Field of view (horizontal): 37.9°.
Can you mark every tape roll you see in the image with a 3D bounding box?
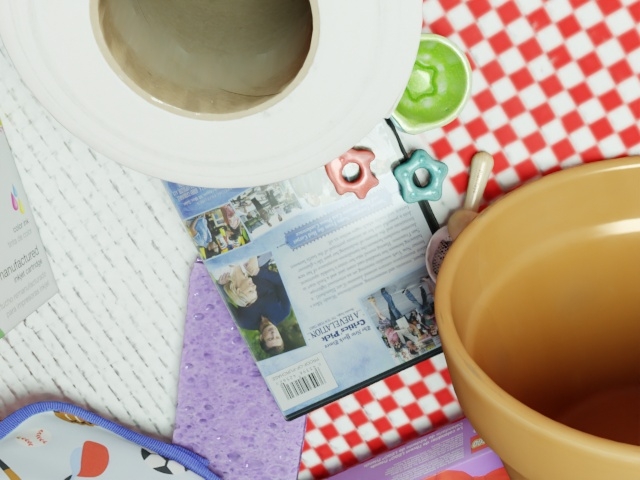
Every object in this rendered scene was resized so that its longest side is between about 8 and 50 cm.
[{"bbox_3d":[-0.061,-0.177,0.581,0.246,0.169,0.246,2,132,2],"label":"tape roll"}]

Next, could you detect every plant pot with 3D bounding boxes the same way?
[{"bbox_3d":[0.231,0.101,0.619,0.291,0.291,0.203,-3,126,14],"label":"plant pot"}]

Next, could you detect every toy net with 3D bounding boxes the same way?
[{"bbox_3d":[0.083,-0.031,0.693,0.122,0.045,0.232,-27,103,-3],"label":"toy net"}]

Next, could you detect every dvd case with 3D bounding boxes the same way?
[{"bbox_3d":[0.000,0.000,0.732,0.180,0.022,0.253,-25,103,4],"label":"dvd case"}]

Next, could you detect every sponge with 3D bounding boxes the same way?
[{"bbox_3d":[-0.064,0.123,0.811,0.117,0.031,0.210,12,111,7],"label":"sponge"}]

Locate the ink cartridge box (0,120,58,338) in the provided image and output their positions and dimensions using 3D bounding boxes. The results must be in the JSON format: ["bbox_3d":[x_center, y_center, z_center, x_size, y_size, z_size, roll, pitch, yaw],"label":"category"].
[{"bbox_3d":[-0.337,-0.042,0.720,0.117,0.201,0.278,-10,107,15],"label":"ink cartridge box"}]

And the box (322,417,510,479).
[{"bbox_3d":[0.078,0.282,0.808,0.293,0.057,0.201,-28,111,20],"label":"box"}]

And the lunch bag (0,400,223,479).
[{"bbox_3d":[-0.295,0.304,0.755,0.385,0.328,0.239,-10,109,25],"label":"lunch bag"}]
